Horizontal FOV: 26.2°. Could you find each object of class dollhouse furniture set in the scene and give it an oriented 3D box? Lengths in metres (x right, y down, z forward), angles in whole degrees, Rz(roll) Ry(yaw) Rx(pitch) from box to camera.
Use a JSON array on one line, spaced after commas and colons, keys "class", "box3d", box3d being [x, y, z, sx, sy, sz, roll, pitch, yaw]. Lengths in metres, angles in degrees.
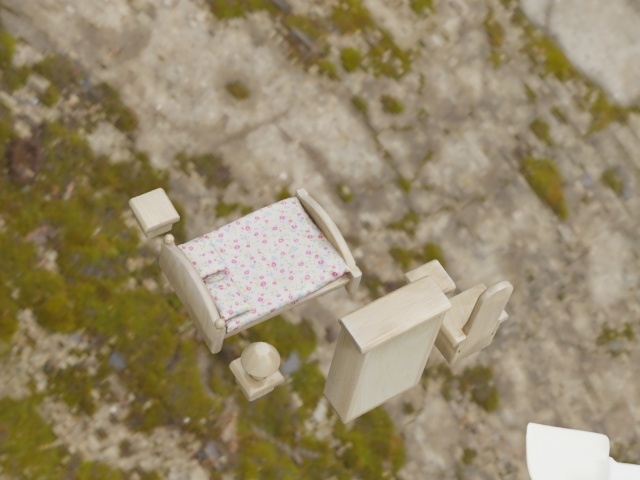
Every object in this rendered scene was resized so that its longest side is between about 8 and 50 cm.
[{"class": "dollhouse furniture set", "box3d": [0.000, 0.000, 1.551, 0.303, 0.174, 0.355, -24, 63, -23]}]

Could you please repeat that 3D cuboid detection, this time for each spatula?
[{"class": "spatula", "box3d": [0.203, 0.219, 0.920, 0.242, 0.019, 0.168, 16, 76, -41]}]
